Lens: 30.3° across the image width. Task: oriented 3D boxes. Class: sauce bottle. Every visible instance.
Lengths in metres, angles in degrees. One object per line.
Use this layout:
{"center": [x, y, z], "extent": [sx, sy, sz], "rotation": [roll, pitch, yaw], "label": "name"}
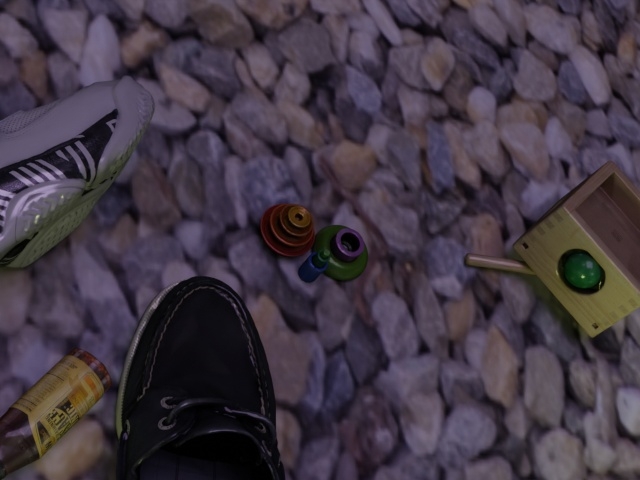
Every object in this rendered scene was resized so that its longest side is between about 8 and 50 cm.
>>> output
{"center": [-0.200, 0.129, 0.821], "extent": [0.042, 0.042, 0.128], "rotation": [43, 57, 0], "label": "sauce bottle"}

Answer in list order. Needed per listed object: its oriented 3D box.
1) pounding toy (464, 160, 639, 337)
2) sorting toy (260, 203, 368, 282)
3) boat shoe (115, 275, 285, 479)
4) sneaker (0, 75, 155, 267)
{"center": [0.232, 0.012, 1.069], "extent": [0.130, 0.100, 0.141], "rotation": [49, 44, 4], "label": "pounding toy"}
{"center": [0.000, 0.000, 0.983], "extent": [0.102, 0.042, 0.061], "rotation": [17, 59, -17], "label": "sorting toy"}
{"center": [-0.079, 0.166, 0.816], "extent": [0.127, 0.113, 0.340], "rotation": [17, 59, -17], "label": "boat shoe"}
{"center": [-0.291, -0.052, 0.811], "extent": [0.210, 0.137, 0.366], "rotation": [47, 58, -1], "label": "sneaker"}
